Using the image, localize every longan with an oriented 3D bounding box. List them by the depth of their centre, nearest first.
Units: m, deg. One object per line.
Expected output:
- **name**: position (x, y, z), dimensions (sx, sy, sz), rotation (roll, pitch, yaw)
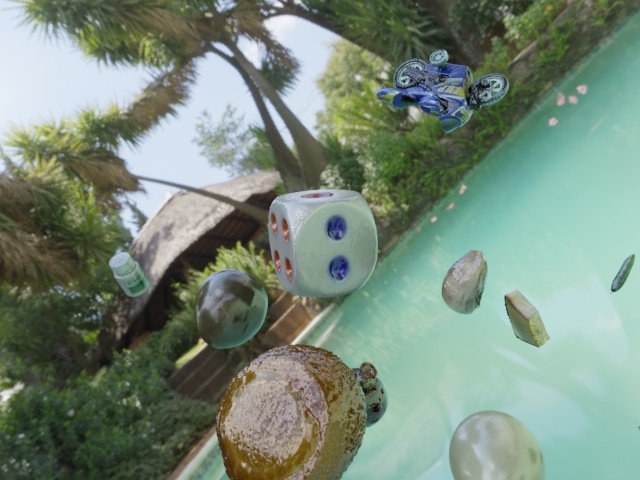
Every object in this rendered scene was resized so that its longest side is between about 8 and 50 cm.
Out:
- **longan**: position (-0.283, 0.210, 1.627), dimensions (0.248, 0.248, 0.248), rotation (-45, -3, -3)

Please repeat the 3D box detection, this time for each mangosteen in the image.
- **mangosteen**: position (0.093, 0.362, 1.251), dimensions (0.152, 0.152, 0.152), rotation (-45, -3, -3)

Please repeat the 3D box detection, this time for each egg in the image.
- **egg**: position (0.359, 0.455, 1.081), dimensions (0.188, 0.188, 0.254), rotation (-46, -8, 13)

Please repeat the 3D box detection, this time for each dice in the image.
- **dice**: position (0.000, 0.000, 1.424), dimensions (0.243, 0.251, 0.259), rotation (-10, 13, -22)

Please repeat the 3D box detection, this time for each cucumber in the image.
- **cucumber**: position (1.055, 0.122, 1.842), dimensions (0.167, 0.039, 0.039), rotation (-59, -2, -5)

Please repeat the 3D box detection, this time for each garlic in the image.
- **garlic**: position (0.332, 0.115, 1.215), dimensions (0.101, 0.087, 0.195), rotation (-37, -40, -21)

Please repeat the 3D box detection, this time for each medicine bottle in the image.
- **medicine bottle**: position (-0.586, 0.103, 1.617), dimensions (0.080, 0.080, 0.130), rotation (-44, -41, -28)

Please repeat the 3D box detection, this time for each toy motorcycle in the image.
- **toy motorcycle**: position (0.274, -0.344, 1.243), dimensions (0.168, 0.315, 0.113), rotation (-58, -40, -7)

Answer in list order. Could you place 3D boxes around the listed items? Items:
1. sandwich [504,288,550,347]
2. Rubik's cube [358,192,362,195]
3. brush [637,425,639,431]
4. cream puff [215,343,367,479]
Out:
- **sandwich**: position (0.626, 0.262, 1.580), dimensions (0.058, 0.193, 0.162), rotation (-26, 35, 1)
- **Rubik's cube**: position (0.042, -0.139, 1.889), dimensions (0.211, 0.190, 0.178), rotation (-56, -3, 19)
- **brush**: position (1.032, 0.543, 1.471), dimensions (0.234, 0.103, 0.047), rotation (-21, -18, 14)
- **cream puff**: position (-0.045, 0.352, 1.039), dimensions (0.303, 0.303, 0.212), rotation (-46, -34, 10)
